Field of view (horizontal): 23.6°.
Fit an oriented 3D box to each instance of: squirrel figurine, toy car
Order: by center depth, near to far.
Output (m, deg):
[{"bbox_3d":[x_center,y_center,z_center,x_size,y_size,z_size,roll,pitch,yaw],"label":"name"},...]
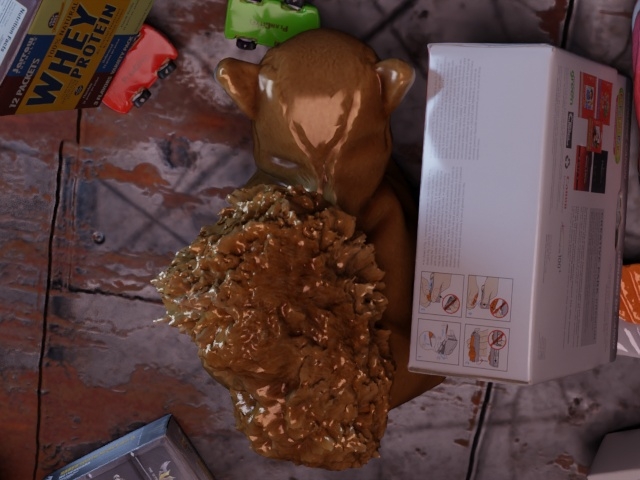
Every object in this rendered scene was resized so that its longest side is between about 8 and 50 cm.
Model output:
[{"bbox_3d":[0.000,0.000,1.466,0.281,0.397,0.370,7,119,7],"label":"squirrel figurine"},{"bbox_3d":[-0.111,-0.235,1.572,0.225,0.053,0.239,10,110,0],"label":"toy car"}]

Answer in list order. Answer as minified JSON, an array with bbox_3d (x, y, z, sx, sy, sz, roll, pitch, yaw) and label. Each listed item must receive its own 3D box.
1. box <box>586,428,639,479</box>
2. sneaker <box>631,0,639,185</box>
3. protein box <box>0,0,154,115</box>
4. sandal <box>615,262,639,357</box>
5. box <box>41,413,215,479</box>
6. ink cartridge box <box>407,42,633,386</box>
[{"bbox_3d":[0.399,0.275,1.672,0.170,0.091,0.130,-13,110,31],"label":"box"},{"bbox_3d":[0.357,-0.101,1.535,0.116,0.136,0.314,-6,108,24],"label":"sneaker"},{"bbox_3d":[-0.309,-0.233,1.476,0.201,0.200,0.136,37,110,15],"label":"protein box"},{"bbox_3d":[0.289,0.070,1.642,0.265,0.076,0.102,4,91,-3],"label":"sandal"},{"bbox_3d":[-0.193,0.339,1.778,0.183,0.056,0.231,-29,106,12],"label":"box"},{"bbox_3d":[0.205,-0.025,1.508,0.130,0.272,0.309,4,91,28],"label":"ink cartridge box"}]
